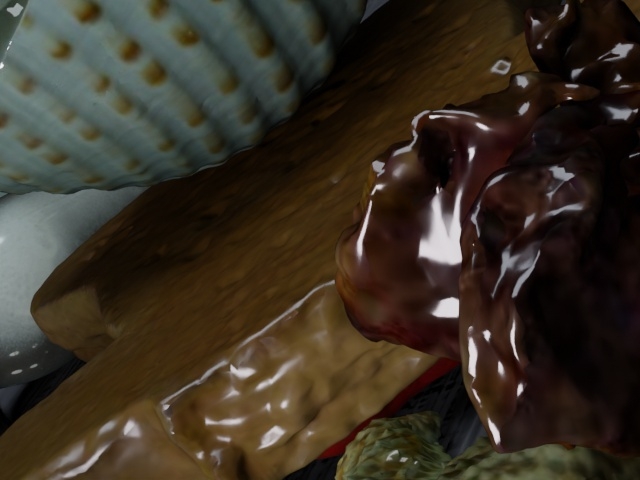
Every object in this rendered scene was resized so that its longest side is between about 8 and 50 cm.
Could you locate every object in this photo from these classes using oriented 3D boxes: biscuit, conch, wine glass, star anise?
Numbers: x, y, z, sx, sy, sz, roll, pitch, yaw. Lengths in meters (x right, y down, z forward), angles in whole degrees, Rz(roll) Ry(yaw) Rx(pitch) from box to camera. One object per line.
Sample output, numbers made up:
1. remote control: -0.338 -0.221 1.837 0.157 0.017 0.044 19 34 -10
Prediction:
1. biscuit: 0.000 0.000 0.896 0.368 0.076 0.394 -39 14 0
2. conch: -0.078 -0.140 0.963 0.303 0.215 0.319 -15 57 69
3. wine glass: -0.173 0.036 1.096 0.222 0.103 0.103 -42 17 -31
4. star anise: 0.114 -0.021 0.546 0.220 0.126 0.190 -23 18 -23

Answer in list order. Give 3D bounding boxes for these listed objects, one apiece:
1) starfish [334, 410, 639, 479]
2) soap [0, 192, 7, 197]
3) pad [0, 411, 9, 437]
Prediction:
1. starfish: 0.019 0.119 0.562 0.347 0.078 0.358 -41 17 3
2. soap: -0.300 0.039 1.350 0.150 0.094 0.261 -22 24 41
3. pad: -0.250 0.162 1.089 0.202 0.005 0.300 -41 18 -7
